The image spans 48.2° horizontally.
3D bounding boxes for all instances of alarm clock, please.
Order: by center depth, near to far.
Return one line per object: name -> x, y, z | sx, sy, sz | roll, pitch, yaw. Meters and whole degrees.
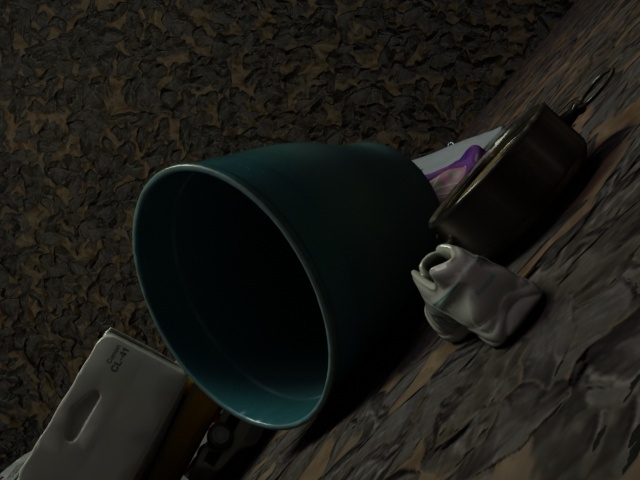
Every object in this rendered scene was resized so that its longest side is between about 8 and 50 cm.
alarm clock -> 0.160, -0.055, 0.555 | 0.192, 0.064, 0.129 | -52, -2, 16

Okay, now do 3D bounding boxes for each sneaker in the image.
sneaker -> 0.088, 0.029, 0.455 | 0.053, 0.061, 0.152 | -51, -2, -8
sneaker -> 0.146, -0.059, 0.999 | 0.236, 0.104, 0.095 | -48, -3, -16

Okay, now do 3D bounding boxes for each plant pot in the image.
plant pot -> -0.012, 0.013, 0.757 | 0.255, 0.271, 0.271 | -30, -14, -42

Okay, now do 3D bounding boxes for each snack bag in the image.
snack bag -> 0.163, -0.079, 1.327 | 0.343, 0.037, 0.323 | -18, 24, 52

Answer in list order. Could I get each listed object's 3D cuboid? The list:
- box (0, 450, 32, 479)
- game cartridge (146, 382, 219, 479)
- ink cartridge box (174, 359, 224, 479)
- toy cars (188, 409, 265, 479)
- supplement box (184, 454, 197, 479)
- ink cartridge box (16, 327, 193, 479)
box -> -0.420, 0.410, 0.987 | 0.142, 0.163, 0.247 | -37, 4, -16
game cartridge -> -0.183, 0.267, 1.123 | 0.323, 0.053, 0.285 | -64, -1, 22
ink cartridge box -> -0.314, 0.356, 1.556 | 0.130, 0.272, 0.309 | -49, 0, 4
toy cars -> -0.094, 0.239, 1.104 | 0.176, 0.087, 0.393 | -62, 0, 13
supplement box -> -0.193, 0.382, 1.250 | 0.083, 0.043, 0.055 | -49, 1, 15
ink cartridge box -> -0.286, 0.270, 1.026 | 0.226, 0.131, 0.306 | -63, 1, -16
